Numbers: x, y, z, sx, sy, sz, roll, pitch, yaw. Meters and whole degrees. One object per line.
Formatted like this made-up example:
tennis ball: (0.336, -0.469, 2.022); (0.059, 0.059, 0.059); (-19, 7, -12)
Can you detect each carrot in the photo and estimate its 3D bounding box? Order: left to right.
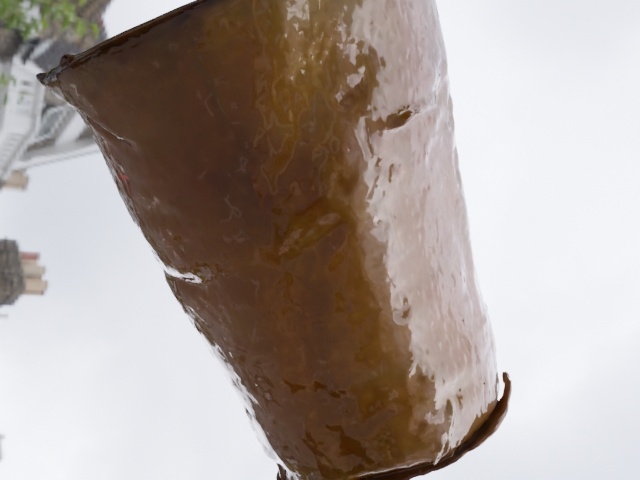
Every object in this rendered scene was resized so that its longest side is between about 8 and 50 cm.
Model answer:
carrot: (0.000, 0.000, 0.476); (0.196, 0.196, 0.254); (-8, -73, 48)
